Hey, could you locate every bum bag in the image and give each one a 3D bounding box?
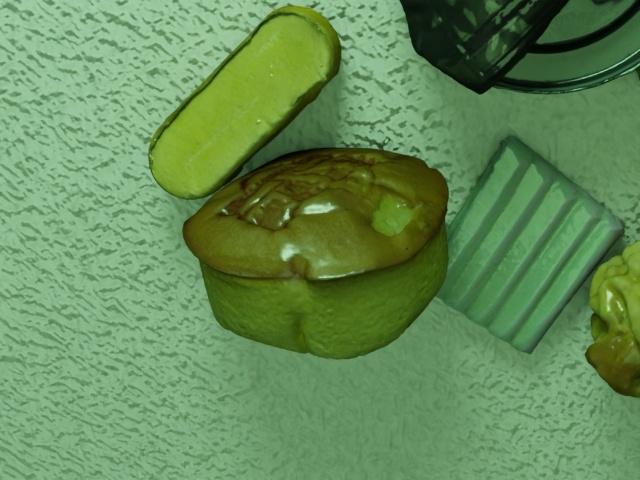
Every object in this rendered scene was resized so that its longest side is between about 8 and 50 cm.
[{"bbox_3d":[0.210,-0.284,0.892,0.340,0.095,0.144,-42,94,17],"label":"bum bag"}]

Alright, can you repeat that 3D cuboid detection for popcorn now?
[{"bbox_3d":[0.449,0.095,1.069,0.332,0.225,0.265,-22,107,0],"label":"popcorn"}]

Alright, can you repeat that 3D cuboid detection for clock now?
[{"bbox_3d":[0.219,-0.296,0.966,0.313,0.061,0.312,2,101,9],"label":"clock"}]

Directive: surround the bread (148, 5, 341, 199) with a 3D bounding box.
[{"bbox_3d":[-0.081,-0.144,1.058,0.102,0.094,0.245,44,106,-5],"label":"bread"}]

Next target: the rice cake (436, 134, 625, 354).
[{"bbox_3d":[0.224,0.012,1.136,0.189,0.037,0.198,35,109,-11],"label":"rice cake"}]

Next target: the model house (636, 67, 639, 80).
[{"bbox_3d":[0.361,-0.202,1.029,0.083,0.066,0.078,-18,95,8],"label":"model house"}]

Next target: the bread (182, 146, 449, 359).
[{"bbox_3d":[0.000,0.000,1.021,0.270,0.270,0.148,-5,120,4],"label":"bread"}]
